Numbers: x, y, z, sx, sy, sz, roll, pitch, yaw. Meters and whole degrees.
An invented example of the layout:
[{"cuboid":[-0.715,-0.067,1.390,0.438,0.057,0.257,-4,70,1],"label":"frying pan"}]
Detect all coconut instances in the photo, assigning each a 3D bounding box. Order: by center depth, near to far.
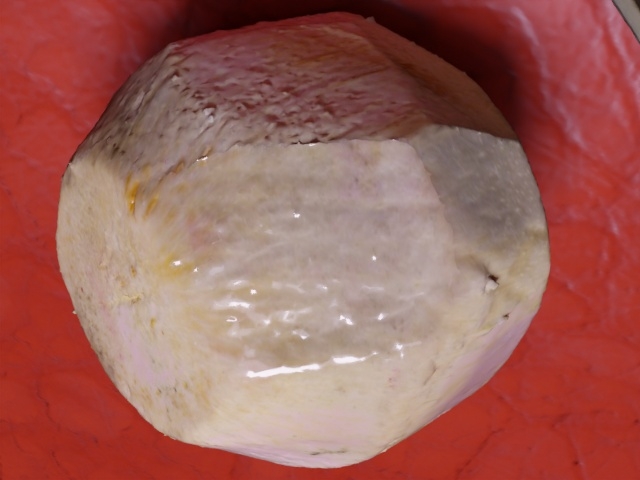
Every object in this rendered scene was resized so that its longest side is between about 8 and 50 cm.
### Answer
[{"cuboid":[0.000,0.000,0.603,0.237,0.237,0.197,8,121,5],"label":"coconut"}]

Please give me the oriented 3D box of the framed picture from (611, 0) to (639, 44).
[{"cuboid":[0.145,-0.107,0.495,0.024,0.232,0.315,-37,113,9],"label":"framed picture"}]
